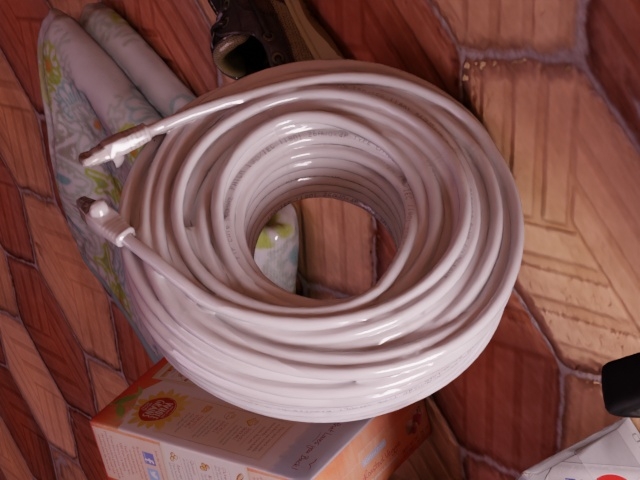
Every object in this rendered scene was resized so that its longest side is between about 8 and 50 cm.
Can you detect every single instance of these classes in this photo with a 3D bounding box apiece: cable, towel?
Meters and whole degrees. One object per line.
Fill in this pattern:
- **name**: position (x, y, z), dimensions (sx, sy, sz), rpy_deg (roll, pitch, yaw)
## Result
- **cable**: position (0.000, 0.000, 1.174), dimensions (0.257, 0.257, 0.089), rpy_deg (52, 160, 27)
- **towel**: position (-0.142, -0.006, 1.699), dimensions (0.374, 0.090, 0.321), rpy_deg (48, 153, 34)

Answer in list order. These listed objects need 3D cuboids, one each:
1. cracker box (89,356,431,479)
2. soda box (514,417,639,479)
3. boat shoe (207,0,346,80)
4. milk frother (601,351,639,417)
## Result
- **cracker box**: position (-0.049, 0.152, 1.479), dimensions (0.232, 0.155, 0.067), rpy_deg (10, 126, 37)
- **soda box**: position (0.159, 0.227, 1.279), dimensions (0.098, 0.091, 0.286), rpy_deg (58, 157, 17)
- **boat shoe**: position (-0.046, -0.150, 1.353), dimensions (0.223, 0.073, 0.080), rpy_deg (53, 155, 24)
- **milk frother**: position (0.223, 0.037, 0.959), dimensions (0.135, 0.129, 0.143), rpy_deg (143, 143, -67)
